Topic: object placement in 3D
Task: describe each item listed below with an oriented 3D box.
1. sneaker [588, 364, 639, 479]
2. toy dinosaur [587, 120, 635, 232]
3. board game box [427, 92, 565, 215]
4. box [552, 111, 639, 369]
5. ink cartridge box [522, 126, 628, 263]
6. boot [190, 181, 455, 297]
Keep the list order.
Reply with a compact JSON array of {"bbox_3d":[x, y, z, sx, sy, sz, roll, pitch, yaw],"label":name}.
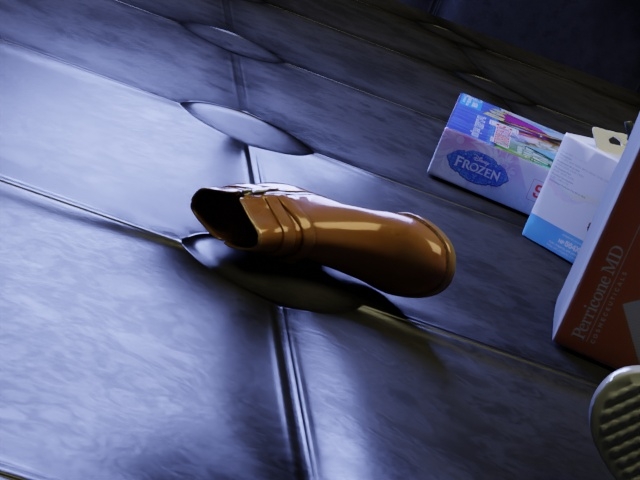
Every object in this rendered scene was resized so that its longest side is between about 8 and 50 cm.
[{"bbox_3d":[0.305,0.166,1.201,0.282,0.102,0.161,31,10,-7],"label":"sneaker"},{"bbox_3d":[0.409,-0.028,1.737,0.164,0.218,0.322,-8,-2,31],"label":"toy dinosaur"},{"bbox_3d":[0.302,-0.080,2.106,0.318,0.066,0.318,23,15,2],"label":"board game box"},{"bbox_3d":[0.412,0.046,1.522,0.345,0.215,0.168,23,15,5],"label":"box"},{"bbox_3d":[0.308,-0.049,1.853,0.092,0.143,0.090,5,22,-48],"label":"ink cartridge box"},{"bbox_3d":[0.000,0.000,1.387,0.197,0.073,0.152,18,8,37],"label":"boot"}]
